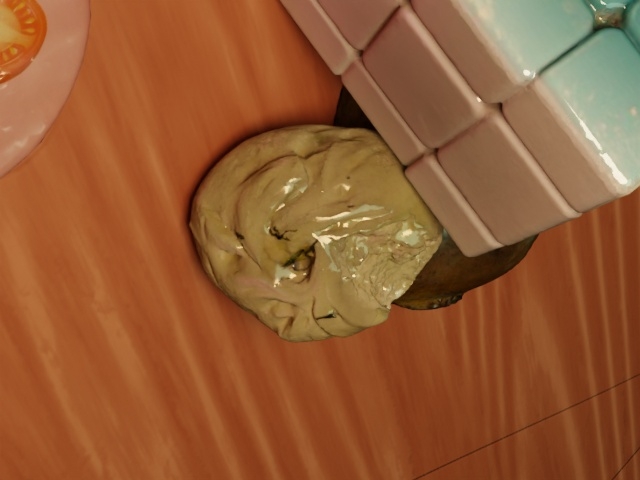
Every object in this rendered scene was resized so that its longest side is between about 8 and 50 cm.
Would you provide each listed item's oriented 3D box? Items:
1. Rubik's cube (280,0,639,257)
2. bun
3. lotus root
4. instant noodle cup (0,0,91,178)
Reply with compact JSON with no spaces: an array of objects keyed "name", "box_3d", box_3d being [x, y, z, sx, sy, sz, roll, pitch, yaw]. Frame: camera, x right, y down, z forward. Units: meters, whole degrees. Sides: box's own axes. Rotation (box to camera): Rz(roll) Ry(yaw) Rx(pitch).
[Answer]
[{"name":"Rubik's cube","box_3d":[0.196,-0.213,1.025,0.322,0.319,0.316,-35,90,-15]},{"name":"bun","box_3d":[0.000,0.000,1.167,0.237,0.116,0.210,-7,116,2]},{"name":"lotus root","box_3d":[0.133,-0.044,1.297,0.267,0.149,0.260,-1,116,-38]},{"name":"instant noodle cup","box_3d":[-0.299,-0.164,0.773,0.243,0.231,0.243,-22,129,-29]}]
